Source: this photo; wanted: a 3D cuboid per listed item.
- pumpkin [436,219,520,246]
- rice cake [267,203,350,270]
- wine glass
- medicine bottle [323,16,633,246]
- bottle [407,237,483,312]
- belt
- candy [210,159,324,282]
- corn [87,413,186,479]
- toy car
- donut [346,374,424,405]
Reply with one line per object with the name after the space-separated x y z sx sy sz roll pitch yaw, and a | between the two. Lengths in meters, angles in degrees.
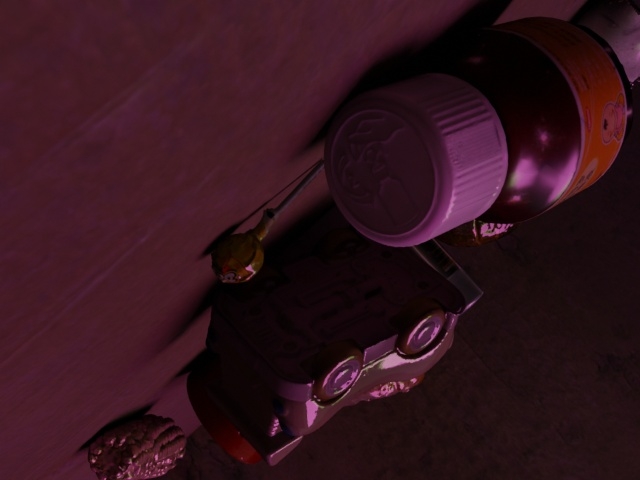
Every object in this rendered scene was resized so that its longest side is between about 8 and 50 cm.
0.340 -0.105 2.178 0.260 0.189 0.260 -15 -149 9 | pumpkin
0.001 0.000 1.528 0.298 0.050 0.106 -41 173 -12 | rice cake
0.600 -0.418 1.833 0.190 0.190 0.357 -41 169 -14 | wine glass
0.178 -0.119 1.104 0.395 0.242 0.242 -26 164 -41 | medicine bottle
0.220 0.031 1.999 0.082 0.286 0.082 -42 173 -6 | bottle
-0.152 0.313 1.909 0.115 0.227 0.324 -40 -174 7 | belt
-0.053 -0.026 1.097 0.194 0.062 0.058 -49 132 -22 | candy
-0.339 0.385 1.767 0.126 0.126 0.335 -42 170 -4 | corn
0.016 0.147 1.401 0.336 0.242 0.226 -23 139 -35 | toy car
0.042 0.233 1.847 0.317 0.150 0.299 -10 179 30 | donut
